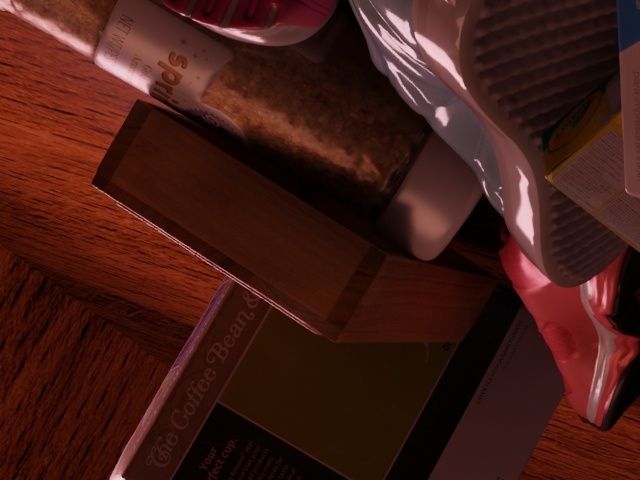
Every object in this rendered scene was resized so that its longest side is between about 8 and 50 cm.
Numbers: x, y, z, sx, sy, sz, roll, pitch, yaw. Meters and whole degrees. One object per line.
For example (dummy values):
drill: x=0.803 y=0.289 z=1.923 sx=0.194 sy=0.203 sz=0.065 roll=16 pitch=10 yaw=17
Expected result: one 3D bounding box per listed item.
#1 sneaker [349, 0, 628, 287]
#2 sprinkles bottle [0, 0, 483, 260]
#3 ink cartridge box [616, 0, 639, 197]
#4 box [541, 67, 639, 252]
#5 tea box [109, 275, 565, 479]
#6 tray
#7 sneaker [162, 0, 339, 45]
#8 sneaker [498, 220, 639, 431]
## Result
sneaker: x=0.106 y=-0.102 z=0.915 sx=0.150 sy=0.135 sz=0.366 roll=45 pitch=175 yaw=31
sprinkles bottle: x=-0.047 y=-0.124 z=1.109 sx=0.355 sy=0.121 sz=0.121 roll=30 pitch=167 yaw=-1
ink cartridge box: x=0.214 y=-0.074 z=0.651 sx=0.190 sy=0.082 sz=0.140 roll=19 pitch=123 yaw=49
box: x=0.204 y=-0.067 z=0.792 sx=0.105 sy=0.043 sz=0.179 roll=36 pitch=123 yaw=-22
tea box: x=0.019 y=0.166 z=1.588 sx=0.323 sy=0.329 sz=0.220 roll=32 pitch=167 yaw=-5
tray: x=0.000 y=0.000 z=1.270 sx=0.203 sy=0.076 sz=0.411 roll=32 pitch=-175 yaw=16
sneaker: x=-0.051 y=-0.175 z=0.951 sx=0.111 sy=0.103 sz=0.252 roll=29 pitch=-169 yaw=-41
sneaker: x=0.199 y=0.029 z=1.230 sx=0.136 sy=0.116 sz=0.314 roll=37 pitch=162 yaw=25
